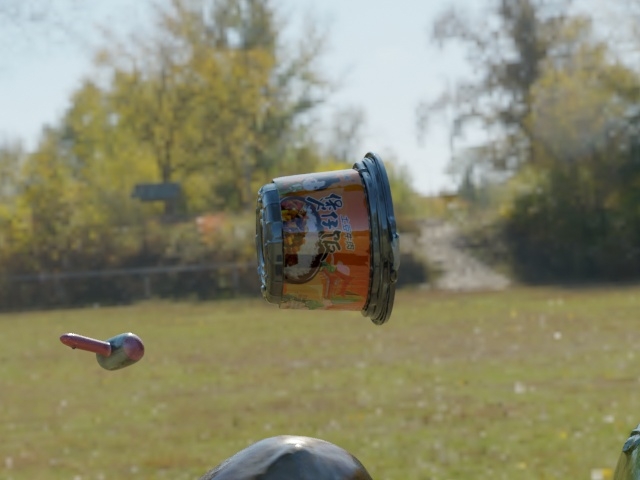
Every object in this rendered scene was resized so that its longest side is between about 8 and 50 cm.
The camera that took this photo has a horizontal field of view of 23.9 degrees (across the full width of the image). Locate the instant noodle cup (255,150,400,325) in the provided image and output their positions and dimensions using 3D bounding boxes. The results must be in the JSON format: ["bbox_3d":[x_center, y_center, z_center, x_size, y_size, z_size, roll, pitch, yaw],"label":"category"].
[{"bbox_3d":[0.000,0.000,1.537,0.125,0.178,0.208,-2,-8,-9],"label":"instant noodle cup"}]

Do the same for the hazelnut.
[{"bbox_3d":[-0.038,0.243,1.146,0.176,0.214,0.214,24,6,14],"label":"hazelnut"}]

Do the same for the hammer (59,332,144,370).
[{"bbox_3d":[-0.209,0.099,1.422,0.083,0.031,0.052,20,-33,-41],"label":"hammer"}]

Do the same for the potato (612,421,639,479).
[{"bbox_3d":[0.292,0.174,1.038,0.186,0.148,0.253,-49,13,-11],"label":"potato"}]
